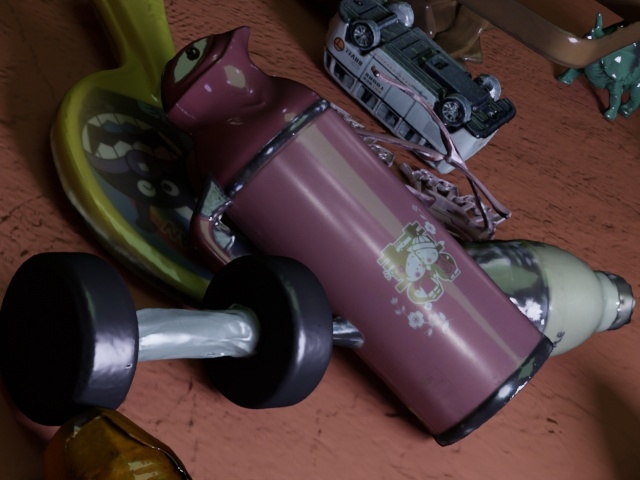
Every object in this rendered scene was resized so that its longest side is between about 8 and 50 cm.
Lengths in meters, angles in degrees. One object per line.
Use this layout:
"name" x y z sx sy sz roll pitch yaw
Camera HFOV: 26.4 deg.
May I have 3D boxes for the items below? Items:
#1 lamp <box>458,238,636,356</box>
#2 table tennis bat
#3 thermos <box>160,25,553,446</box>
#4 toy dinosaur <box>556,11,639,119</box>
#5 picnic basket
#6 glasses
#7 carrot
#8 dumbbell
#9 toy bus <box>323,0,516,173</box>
"lamp" 0.145 0.047 1.089 0.250 0.101 0.101 1 44 -29
"table tennis bat" -0.114 -0.090 1.044 0.224 0.054 0.369 13 42 -38
"thermos" 0.002 -0.002 0.964 0.330 0.136 0.109 47 5 0
"toy dinosaur" 0.377 -0.202 1.699 0.079 0.120 0.292 43 5 30
"picnic basket" 0.176 -0.291 1.385 0.321 0.291 0.254 37 29 17
"glasses" 0.072 -0.083 1.191 0.255 0.095 0.162 33 11 -11
"carrot" -0.059 0.199 0.693 0.070 0.070 0.260 -5 53 -50
"dumbbell" -0.090 0.056 0.820 0.191 0.100 0.100 3 45 -45
"toy bus" 0.084 -0.150 1.293 0.194 0.089 0.087 42 39 10
